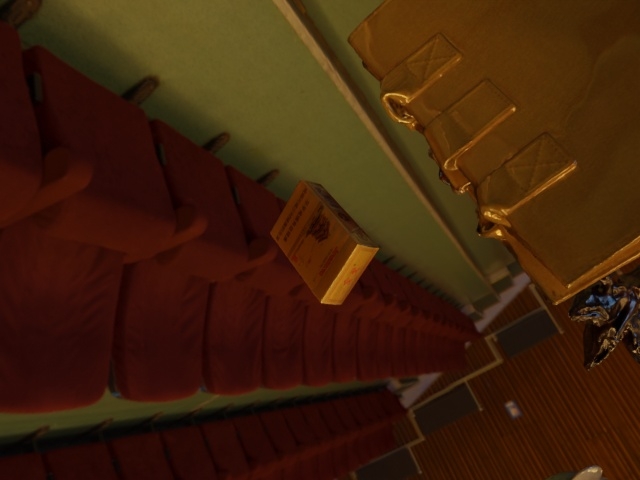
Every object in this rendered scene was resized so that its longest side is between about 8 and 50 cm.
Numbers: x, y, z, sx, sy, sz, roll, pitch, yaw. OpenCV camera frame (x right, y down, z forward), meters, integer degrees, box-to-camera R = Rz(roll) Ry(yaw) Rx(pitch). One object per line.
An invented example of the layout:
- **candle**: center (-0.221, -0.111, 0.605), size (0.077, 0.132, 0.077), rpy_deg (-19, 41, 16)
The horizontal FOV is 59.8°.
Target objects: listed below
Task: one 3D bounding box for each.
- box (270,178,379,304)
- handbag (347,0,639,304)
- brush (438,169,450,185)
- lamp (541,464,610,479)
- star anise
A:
- **box**: center (0.000, 0.000, 1.334), size (0.076, 0.274, 0.174), rpy_deg (9, 121, -42)
- **handbag**: center (0.231, -0.161, 0.595), size (0.283, 0.401, 0.133), rpy_deg (-34, 153, 4)
- **brush**: center (0.290, -0.217, 1.224), size (0.016, 0.193, 0.063), rpy_deg (0, 165, 39)
- **lamp**: center (0.349, 0.411, 0.784), size (0.179, 0.108, 0.246), rpy_deg (-34, 121, 2)
- **star anise**: center (0.381, 0.098, 0.696), size (0.212, 0.157, 0.053), rpy_deg (-5, -173, -25)
